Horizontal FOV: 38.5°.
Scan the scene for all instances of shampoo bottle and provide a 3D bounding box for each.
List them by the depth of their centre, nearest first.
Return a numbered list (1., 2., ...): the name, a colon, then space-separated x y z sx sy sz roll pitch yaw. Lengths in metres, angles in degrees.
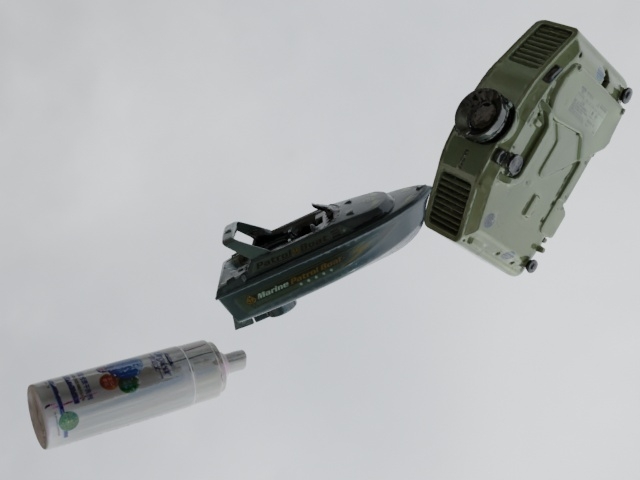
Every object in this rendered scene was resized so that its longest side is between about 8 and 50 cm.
1. shampoo bottle: -0.240 0.202 1.263 0.092 0.303 0.092 32 -52 53

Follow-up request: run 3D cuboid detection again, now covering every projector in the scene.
1. projector: 0.235 -0.105 1.044 0.088 0.193 0.270 32 -86 47

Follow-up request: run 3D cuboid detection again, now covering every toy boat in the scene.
1. toy boat: 0.000 0.000 0.919 0.093 0.246 0.103 -93 157 -71
